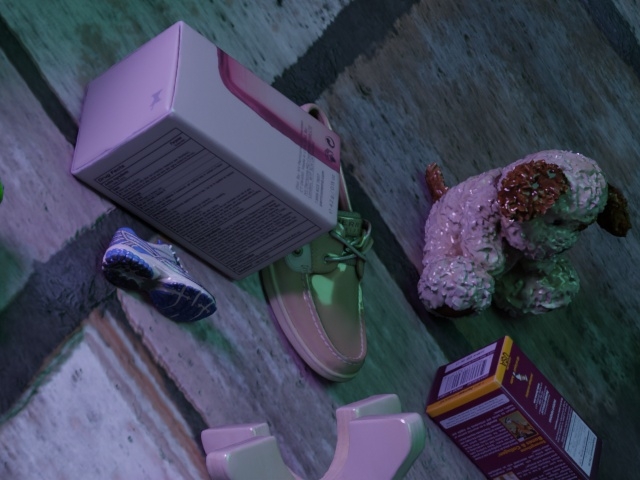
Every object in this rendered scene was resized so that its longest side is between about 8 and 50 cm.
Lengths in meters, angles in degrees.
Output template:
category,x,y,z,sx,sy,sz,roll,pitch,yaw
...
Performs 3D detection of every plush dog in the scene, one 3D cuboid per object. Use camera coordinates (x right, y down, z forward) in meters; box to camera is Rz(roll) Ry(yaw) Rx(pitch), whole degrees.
category,x,y,z,sx,sy,sz,roll,pitch,yaw
plush dog,0.240,-0.032,2.243,0.262,0.225,0.210,3,65,-51

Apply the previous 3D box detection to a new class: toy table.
category,x,y,z,sx,sy,sz,roll,pitch,yaw
toy table,0.002,0.244,1.767,0.274,0.252,0.161,-14,95,-62

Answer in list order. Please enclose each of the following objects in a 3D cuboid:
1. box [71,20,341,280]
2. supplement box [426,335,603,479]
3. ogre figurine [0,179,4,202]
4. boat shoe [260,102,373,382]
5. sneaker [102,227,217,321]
category,x,y,z,sx,sy,sz,roll,pitch,yaw
box,-0.110,-0.086,1.904,0.232,0.149,0.127,35,42,-33
supplement box,0.222,0.212,2.160,0.188,0.104,0.081,47,37,-21
ogre figurine,-0.337,-0.040,1.633,0.197,0.097,0.118,32,55,-19
boat shoe,0.000,0.000,2.028,0.109,0.098,0.302,10,59,-49
sneaker,-0.152,0.029,1.859,0.135,0.052,0.058,36,38,-33
